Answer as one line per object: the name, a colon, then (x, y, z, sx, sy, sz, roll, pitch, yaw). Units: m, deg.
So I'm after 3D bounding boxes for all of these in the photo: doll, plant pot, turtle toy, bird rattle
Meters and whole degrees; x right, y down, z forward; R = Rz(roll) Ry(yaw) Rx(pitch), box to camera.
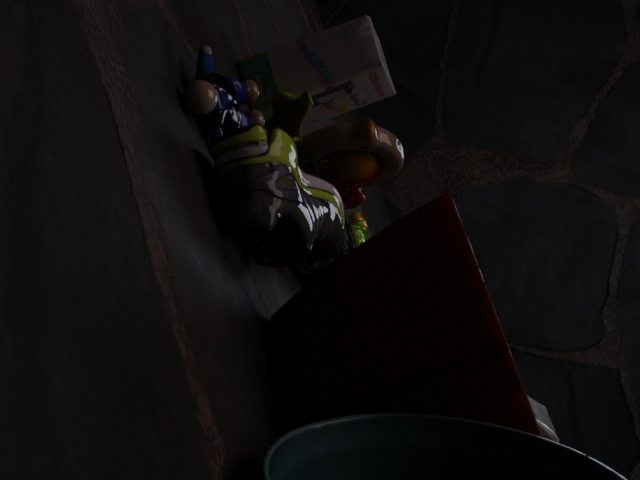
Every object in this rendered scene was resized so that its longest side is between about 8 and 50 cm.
doll: (-0.116, -0.161, 1.104, 0.189, 0.046, 0.129, -25, 104, -76)
plant pot: (0.090, 0.157, 1.021, 0.267, 0.236, 0.267, -100, 167, -54)
turtle toy: (0.064, 0.007, 1.817, 0.130, 0.066, 0.095, 46, 27, -72)
bird rattle: (0.026, -0.109, 1.438, 0.253, 0.207, 0.143, 46, 42, -50)
plant pot: (0.091, 0.275, 0.741, 0.293, 0.293, 0.196, -59, 155, -80)

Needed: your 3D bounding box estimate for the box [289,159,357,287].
box: (0.000, 0.000, 1.371, 0.180, 0.077, 0.147, 58, 14, -55)

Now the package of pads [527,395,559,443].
package of pads: (0.295, 0.412, 1.648, 0.101, 0.296, 0.229, 30, 7, 5)

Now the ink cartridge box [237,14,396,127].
ink cartridge box: (-0.001, -0.253, 1.498, 0.154, 0.212, 0.093, 37, 33, -76)

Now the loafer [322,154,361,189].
loafer: (0.037, -0.119, 1.819, 0.268, 0.102, 0.092, -84, 149, -76)

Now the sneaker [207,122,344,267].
sneaker: (-0.045, -0.019, 1.107, 0.300, 0.111, 0.121, 41, 40, -63)
